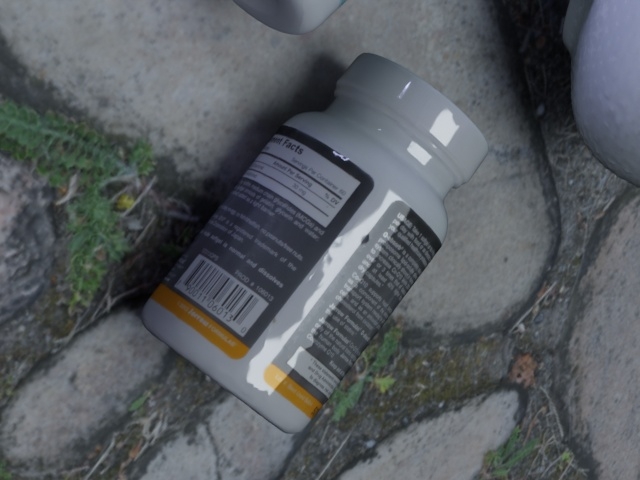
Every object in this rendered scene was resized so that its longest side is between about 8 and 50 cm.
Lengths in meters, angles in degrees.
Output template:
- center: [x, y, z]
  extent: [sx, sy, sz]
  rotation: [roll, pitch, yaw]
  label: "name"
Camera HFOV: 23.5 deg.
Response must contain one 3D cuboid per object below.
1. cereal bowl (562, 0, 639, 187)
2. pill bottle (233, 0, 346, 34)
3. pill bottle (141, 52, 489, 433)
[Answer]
- center: [0.308, -0.218, 1.345]
  extent: [0.339, 0.141, 0.339]
  rotation: [-56, 163, -28]
  label: "cereal bowl"
- center: [0.028, -0.284, 1.115]
  extent: [0.264, 0.146, 0.146]
  rotation: [-45, 132, -14]
  label: "pill bottle"
- center: [0.000, 0.000, 1.216]
  extent: [0.278, 0.162, 0.162]
  rotation: [-52, 134, -7]
  label: "pill bottle"
